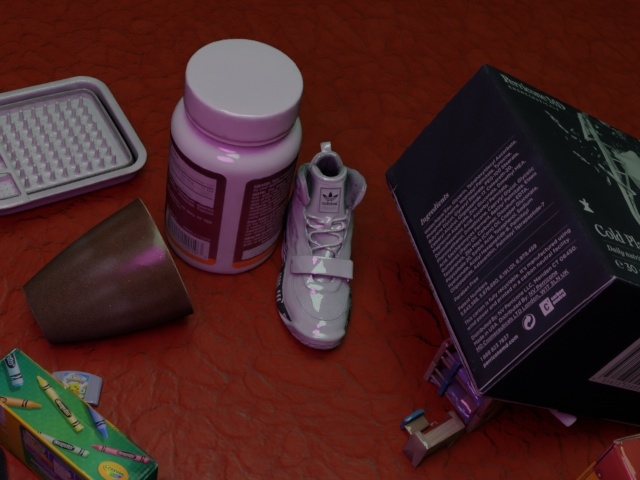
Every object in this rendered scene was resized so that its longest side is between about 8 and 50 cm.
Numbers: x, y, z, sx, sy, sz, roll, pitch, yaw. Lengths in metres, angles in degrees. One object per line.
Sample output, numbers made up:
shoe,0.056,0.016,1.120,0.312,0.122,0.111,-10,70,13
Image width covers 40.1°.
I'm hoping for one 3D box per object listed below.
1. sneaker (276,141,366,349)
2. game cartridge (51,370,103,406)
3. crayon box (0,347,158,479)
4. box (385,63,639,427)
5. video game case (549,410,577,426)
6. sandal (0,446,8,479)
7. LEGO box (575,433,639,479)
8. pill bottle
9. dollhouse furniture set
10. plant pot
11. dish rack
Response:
sneaker,0.000,0.000,1.573,0.138,0.210,0.365,5,51,-9
game cartridge,-0.397,0.238,1.417,0.083,0.017,0.056,7,47,-8
crayon box,-0.366,0.300,1.275,0.278,0.165,0.081,35,53,14
box,0.428,0.022,1.479,0.480,0.297,0.471,16,38,-35
video game case,0.350,0.196,1.515,0.227,0.026,0.206,42,20,2
sandal,-0.478,0.376,1.277,0.067,0.040,0.179,-2,38,-21
LEGO box,0.420,0.500,1.081,0.193,0.500,0.372,-7,54,-18
pill bottle,-0.154,-0.139,1.530,0.224,0.392,0.224,7,51,-8
dollhouse furniture set,0.206,0.259,1.466,0.184,0.129,0.129,-23,60,-28
plant pot,-0.360,0.073,1.453,0.231,0.215,0.215,-25,60,-13
dish rack,-0.529,-0.176,1.682,0.333,0.072,0.285,-20,58,-26
